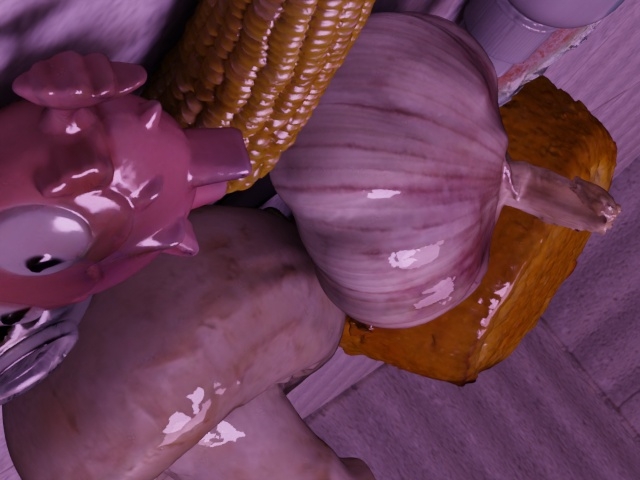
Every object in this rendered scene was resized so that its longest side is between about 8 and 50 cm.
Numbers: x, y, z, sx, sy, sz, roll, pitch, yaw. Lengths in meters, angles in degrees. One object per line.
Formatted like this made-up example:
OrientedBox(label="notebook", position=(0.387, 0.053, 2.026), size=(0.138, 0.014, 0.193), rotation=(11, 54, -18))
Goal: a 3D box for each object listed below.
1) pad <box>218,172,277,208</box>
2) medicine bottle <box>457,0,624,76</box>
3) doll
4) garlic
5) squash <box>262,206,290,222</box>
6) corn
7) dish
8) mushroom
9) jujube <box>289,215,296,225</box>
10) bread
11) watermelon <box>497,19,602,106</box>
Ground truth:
OrientedBox(label="pad", position=(-0.055, -0.044, 1.492), size=(0.193, 0.004, 0.116), rotation=(-37, 171, -6))
OrientedBox(label="medicine bottle", position=(0.192, -0.223, 1.240), size=(0.110, 0.110, 0.352), rotation=(-29, 167, -44))
OrientedBox(label="doll", position=(-0.145, -0.025, 0.935), size=(0.211, 0.093, 0.262), rotation=(-11, 156, -24))
OrientedBox(label="garlic", position=(0.099, -0.046, 1.223), size=(0.245, 0.253, 0.245), rotation=(7, 90, -66))
OrientedBox(label="squash", position=(-0.111, 0.055, 1.506), size=(0.224, 0.094, 0.094), rotation=(-28, 167, -25))
OrientedBox(label="corn", position=(-0.033, -0.120, 0.958), size=(0.101, 0.101, 0.292), rotation=(-32, 165, -34))
OrientedBox(label="dish", position=(-0.221, 0.056, 1.093), size=(0.236, 0.086, 0.228), rotation=(-40, 171, 7))
OrientedBox(label="mushroom", position=(-0.087, 0.128, 1.313), size=(0.297, 0.290, 0.297), rotation=(-39, 172, -6))
OrientedBox(label="jujube", position=(0.000, 0.000, 1.706), size=(0.077, 0.077, 0.129), rotation=(-35, 165, -17))
OrientedBox(label="bread", position=(0.145, -0.010, 1.634), size=(0.337, 0.204, 0.358), rotation=(-56, 169, 13))
OrientedBox(label="watermelon", position=(0.176, -0.203, 1.435), size=(0.187, 0.071, 0.139), rotation=(-43, 157, 12))
